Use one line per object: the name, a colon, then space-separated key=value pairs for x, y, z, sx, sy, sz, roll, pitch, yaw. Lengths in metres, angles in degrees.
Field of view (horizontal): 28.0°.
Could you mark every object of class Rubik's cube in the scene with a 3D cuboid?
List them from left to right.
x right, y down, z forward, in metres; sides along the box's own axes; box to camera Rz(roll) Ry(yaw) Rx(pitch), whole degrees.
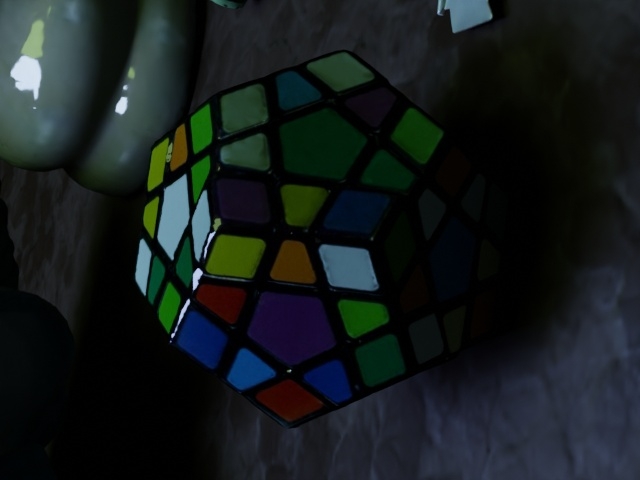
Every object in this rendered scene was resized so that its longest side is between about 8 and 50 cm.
Rubik's cube: x=0.000 y=0.000 z=0.444 sx=0.112 sy=0.133 sz=0.133 roll=6 pitch=87 yaw=36

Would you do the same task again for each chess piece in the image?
chess piece: x=-0.251 y=-0.140 z=0.736 sx=0.182 sy=0.330 sz=0.182 roll=-31 pitch=53 yaw=55

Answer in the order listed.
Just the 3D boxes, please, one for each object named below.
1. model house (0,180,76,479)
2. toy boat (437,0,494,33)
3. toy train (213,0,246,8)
model house: x=-0.181 y=0.118 z=0.674 sx=0.325 sy=0.194 sz=0.267 roll=19 pitch=113 yaw=44
toy boat: x=0.062 y=-0.158 z=0.457 sx=0.105 sy=0.034 sz=0.149 roll=-28 pitch=57 yaw=60
toy train: x=-0.042 y=-0.167 z=0.659 sx=0.064 sy=0.044 sz=0.103 roll=50 pitch=126 yaw=44
